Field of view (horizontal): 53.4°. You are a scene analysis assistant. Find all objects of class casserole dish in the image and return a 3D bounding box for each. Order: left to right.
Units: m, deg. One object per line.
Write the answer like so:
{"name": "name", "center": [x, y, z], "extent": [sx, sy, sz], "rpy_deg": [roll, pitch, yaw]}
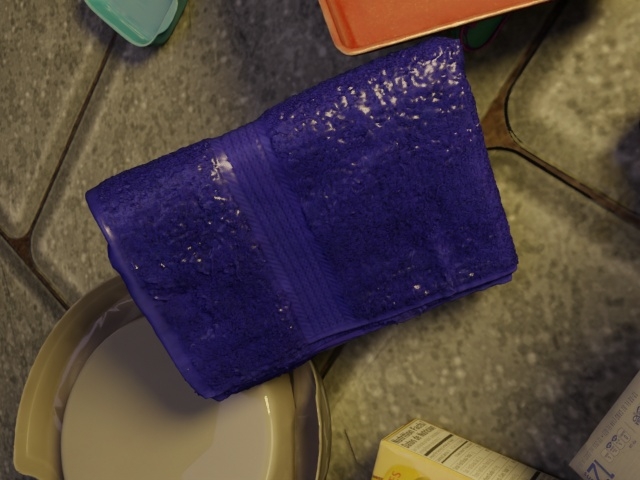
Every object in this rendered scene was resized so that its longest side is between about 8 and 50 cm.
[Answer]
{"name": "casserole dish", "center": [-0.230, -0.317, 0.799], "extent": [0.188, 0.037, 0.114], "rpy_deg": [42, 109, 24]}

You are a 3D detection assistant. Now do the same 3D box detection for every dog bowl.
{"name": "dog bowl", "center": [-0.146, 0.202, 0.665], "extent": [0.348, 0.102, 0.349], "rpy_deg": [-4, 77, 20]}

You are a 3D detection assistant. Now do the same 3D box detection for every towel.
{"name": "towel", "center": [0.000, 0.000, 0.512], "extent": [0.308, 0.076, 0.228], "rpy_deg": [-25, 120, 1]}

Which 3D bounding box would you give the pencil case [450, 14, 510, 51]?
{"name": "pencil case", "center": [0.112, -0.246, 0.574], "extent": [0.064, 0.070, 0.152], "rpy_deg": [-41, 69, 24]}

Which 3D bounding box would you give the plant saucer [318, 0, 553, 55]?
{"name": "plant saucer", "center": [0.100, -0.278, 0.526], "extent": [0.258, 0.048, 0.259], "rpy_deg": [-17, 72, -4]}

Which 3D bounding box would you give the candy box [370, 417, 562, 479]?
{"name": "candy box", "center": [0.183, 0.296, 0.517], "extent": [0.316, 0.087, 0.183], "rpy_deg": [16, 98, 29]}

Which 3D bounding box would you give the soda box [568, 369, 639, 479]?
{"name": "soda box", "center": [0.270, 0.067, 0.378], "extent": [0.091, 0.098, 0.286], "rpy_deg": [46, 133, 36]}
